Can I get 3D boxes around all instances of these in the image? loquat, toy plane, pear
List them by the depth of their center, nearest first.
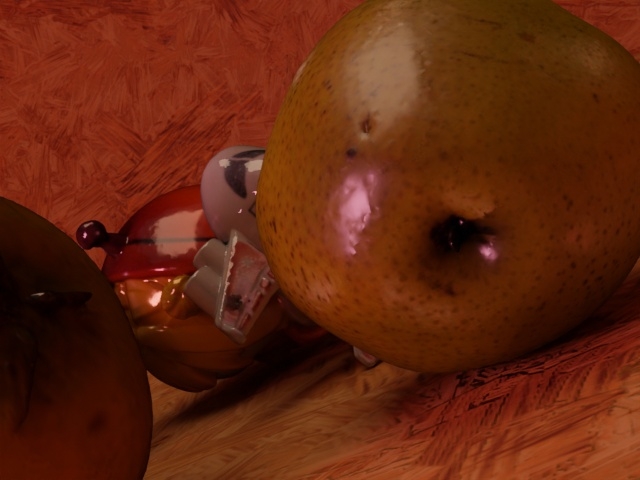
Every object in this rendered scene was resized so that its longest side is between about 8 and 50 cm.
[{"bbox_3d":[0.094,-0.042,0.951,0.294,0.294,0.294,-26,5,3],"label":"pear"},{"bbox_3d":[-0.291,0.123,0.960,0.359,0.328,0.328,-45,-7,36],"label":"loquat"},{"bbox_3d":[-0.001,0.002,1.198,0.252,0.252,0.118,-28,-25,-21],"label":"toy plane"}]

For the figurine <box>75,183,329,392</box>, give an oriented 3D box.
[{"bbox_3d":[-0.078,0.033,1.374,0.323,0.196,0.320,-17,0,-37],"label":"figurine"}]
